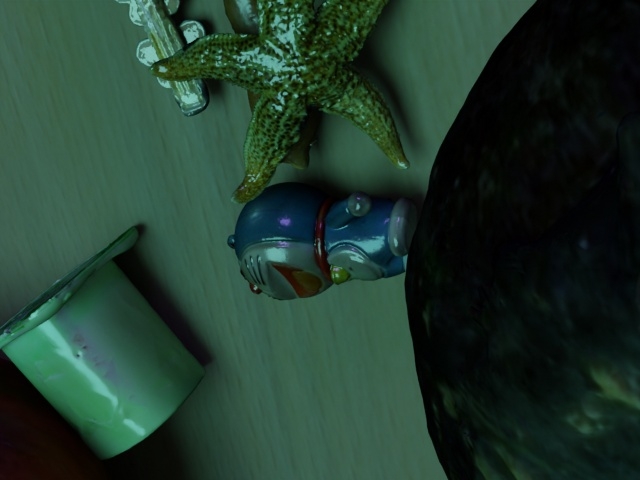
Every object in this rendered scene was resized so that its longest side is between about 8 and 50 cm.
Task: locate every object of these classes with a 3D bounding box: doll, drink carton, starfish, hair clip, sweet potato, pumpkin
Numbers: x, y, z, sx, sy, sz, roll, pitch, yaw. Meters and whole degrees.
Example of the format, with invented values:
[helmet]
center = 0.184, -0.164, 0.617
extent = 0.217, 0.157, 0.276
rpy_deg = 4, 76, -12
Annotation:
[doll]
center = 0.000, 0.000, 0.827
extent = 0.152, 0.085, 0.114
rpy_deg = 0, 149, 23
[drink carton]
center = -0.187, 0.098, 0.966
extent = 0.144, 0.146, 0.142
rpy_deg = -29, 104, 39
[starfish]
center = -0.003, -0.108, 0.757
extent = 0.176, 0.053, 0.208
rpy_deg = 35, 115, -17
[hair clip]
center = -0.133, -0.194, 0.837
extent = 0.062, 0.056, 0.214
rpy_deg = -18, 112, 21
[sweet potato]
center = -0.036, -0.140, 0.798
extent = 0.056, 0.056, 0.195
rpy_deg = -6, 110, 35
[pumpkin]
center = 0.264, 0.028, 0.501
extent = 0.454, 0.344, 0.454
rpy_deg = 10, 126, 14

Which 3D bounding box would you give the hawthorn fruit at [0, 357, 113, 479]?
[hawthorn fruit]
center = -0.361, 0.336, 1.005
extent = 0.472, 0.472, 0.471
rpy_deg = 15, 120, 26
